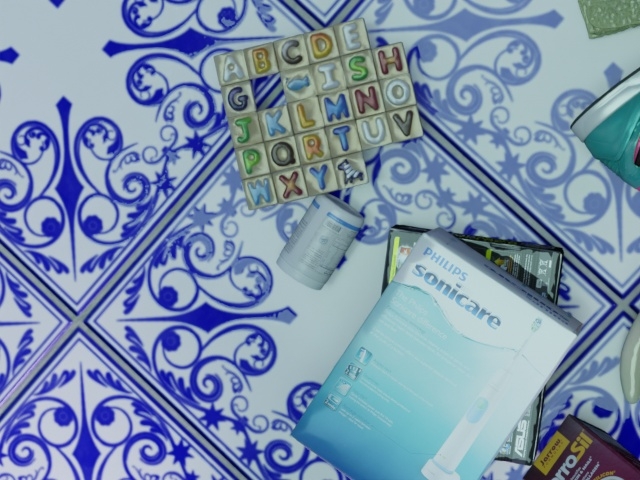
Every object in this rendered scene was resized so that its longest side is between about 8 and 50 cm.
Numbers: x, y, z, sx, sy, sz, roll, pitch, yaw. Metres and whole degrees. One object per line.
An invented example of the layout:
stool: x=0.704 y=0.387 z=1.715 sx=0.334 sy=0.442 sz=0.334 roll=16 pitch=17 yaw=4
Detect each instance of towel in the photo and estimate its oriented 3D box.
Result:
towel: x=0.376 y=-0.308 z=1.904 sx=0.148 sy=0.027 sz=0.110 roll=-12 pitch=93 yaw=25

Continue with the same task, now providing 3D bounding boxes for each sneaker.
sneaker: x=0.458 y=-0.154 z=1.857 sx=0.295 sy=0.124 sz=0.178 roll=-38 pitch=81 yaw=20

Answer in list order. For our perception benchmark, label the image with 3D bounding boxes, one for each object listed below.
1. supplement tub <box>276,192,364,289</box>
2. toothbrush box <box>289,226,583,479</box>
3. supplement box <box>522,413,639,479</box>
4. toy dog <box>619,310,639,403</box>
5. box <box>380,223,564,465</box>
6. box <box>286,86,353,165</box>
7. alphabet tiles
supplement tub: x=0.000 y=0.000 z=1.993 sx=0.071 sy=0.071 sz=0.107 roll=34 pitch=101 yaw=7
toothbrush box: x=0.139 y=0.163 z=1.887 sx=0.216 sy=0.126 sz=0.296 roll=33 pitch=101 yaw=8
supplement box: x=0.342 y=0.302 z=1.886 sx=0.104 sy=0.081 sz=0.188 roll=-56 pitch=40 yaw=6
toy dog: x=0.493 y=0.185 z=1.737 sx=0.395 sy=0.284 sz=0.408 roll=-23 pitch=56 yaw=31
box: x=0.176 y=0.128 z=1.973 sx=0.216 sy=0.060 sz=0.270 roll=8 pitch=96 yaw=12
box: x=0.004 y=-0.143 z=1.990 sx=0.062 sy=0.052 sz=0.083 roll=23 pitch=98 yaw=9
alphabet tiles: x=0.001 y=-0.158 z=1.958 sx=0.237 sy=0.009 sz=0.198 roll=-13 pitch=91 yaw=14
